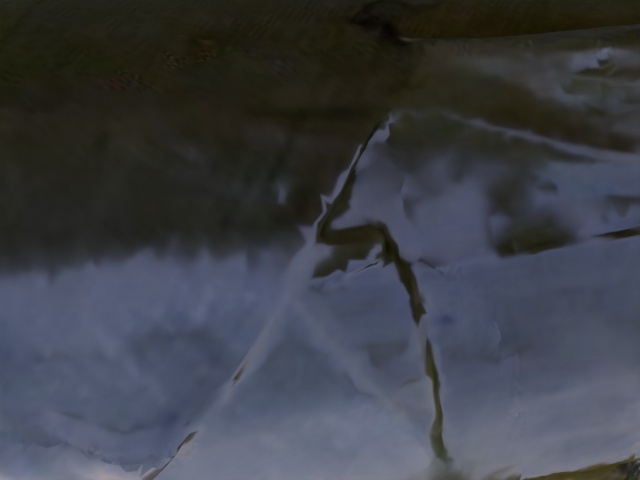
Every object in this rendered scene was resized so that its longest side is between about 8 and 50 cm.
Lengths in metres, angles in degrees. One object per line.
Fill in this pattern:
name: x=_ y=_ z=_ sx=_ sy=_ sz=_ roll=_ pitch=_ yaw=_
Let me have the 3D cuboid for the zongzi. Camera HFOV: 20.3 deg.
zongzi: x=0.000 y=0.000 z=0.447 sx=0.356 sy=0.393 sz=0.174 roll=-10 pitch=81 yaw=11
